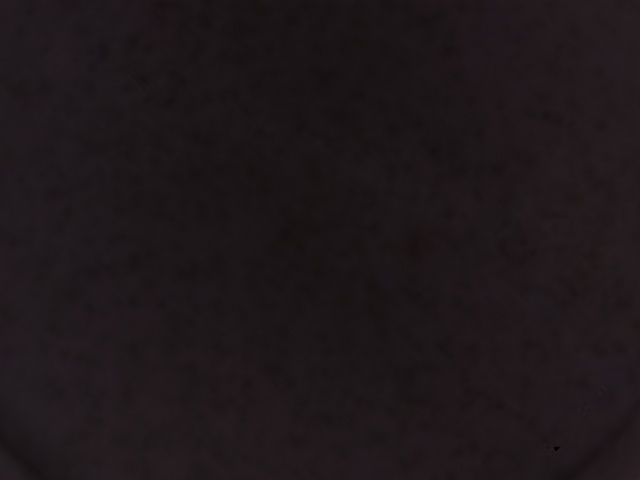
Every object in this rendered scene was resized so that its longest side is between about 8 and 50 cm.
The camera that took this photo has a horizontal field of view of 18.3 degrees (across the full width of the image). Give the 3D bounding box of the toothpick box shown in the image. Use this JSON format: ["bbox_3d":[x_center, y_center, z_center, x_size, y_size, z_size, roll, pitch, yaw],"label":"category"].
[{"bbox_3d":[0.000,0.000,0.804,0.409,0.409,0.425,34,175,2],"label":"toothpick box"}]
